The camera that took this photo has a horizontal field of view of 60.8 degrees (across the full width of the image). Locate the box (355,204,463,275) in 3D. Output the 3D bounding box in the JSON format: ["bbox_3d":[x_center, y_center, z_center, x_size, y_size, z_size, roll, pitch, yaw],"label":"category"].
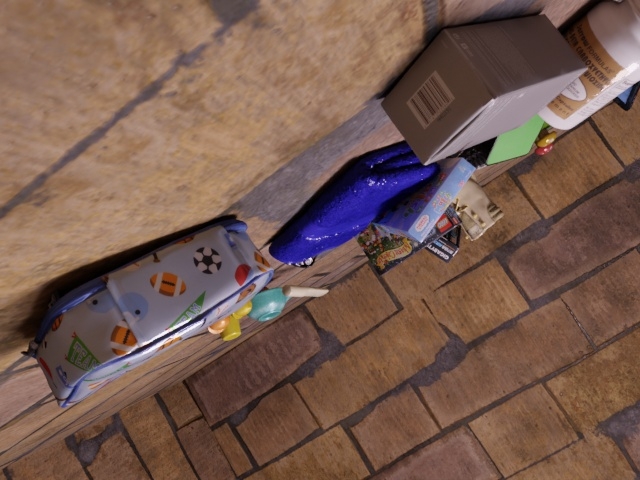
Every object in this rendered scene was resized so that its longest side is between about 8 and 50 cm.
[{"bbox_3d":[0.181,-0.043,1.233,0.233,0.159,0.044,-39,169,37],"label":"box"}]

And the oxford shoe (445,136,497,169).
[{"bbox_3d":[0.378,-0.215,1.225,0.227,0.082,0.096,-32,174,1],"label":"oxford shoe"}]

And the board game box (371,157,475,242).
[{"bbox_3d":[0.184,-0.080,1.025,0.160,0.039,0.211,-54,-166,-2],"label":"board game box"}]

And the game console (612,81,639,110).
[{"bbox_3d":[0.585,-0.321,1.142,0.085,0.124,0.144,-38,157,6],"label":"game console"}]

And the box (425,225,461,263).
[{"bbox_3d":[0.265,-0.039,1.367,0.051,0.175,0.220,-58,175,21],"label":"box"}]

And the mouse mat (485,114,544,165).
[{"bbox_3d":[0.425,-0.246,1.139,0.153,0.007,0.189,-17,140,-31],"label":"mouse mat"}]

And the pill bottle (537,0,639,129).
[{"bbox_3d":[0.435,-0.287,0.834,0.131,0.131,0.229,-25,169,-41],"label":"pill bottle"}]

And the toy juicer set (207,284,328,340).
[{"bbox_3d":[-0.159,0.156,1.443,0.329,0.089,0.209,-25,160,5],"label":"toy juicer set"}]

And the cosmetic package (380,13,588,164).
[{"bbox_3d":[0.203,-0.188,0.661,0.238,0.107,0.127,-22,165,-37],"label":"cosmetic package"}]

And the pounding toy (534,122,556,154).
[{"bbox_3d":[0.605,-0.302,1.457,0.183,0.110,0.237,-24,169,-46],"label":"pounding toy"}]

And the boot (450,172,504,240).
[{"bbox_3d":[0.312,-0.085,1.313,0.262,0.203,0.095,-26,170,-36],"label":"boot"}]

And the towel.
[{"bbox_3d":[0.064,-0.059,0.991,0.228,0.076,0.308,-26,170,-42],"label":"towel"}]

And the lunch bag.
[{"bbox_3d":[-0.225,0.096,0.719,0.303,0.114,0.243,-26,172,-40],"label":"lunch bag"}]

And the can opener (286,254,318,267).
[{"bbox_3d":[0.000,0.000,1.230,0.186,0.073,0.059,-33,134,-16],"label":"can opener"}]
